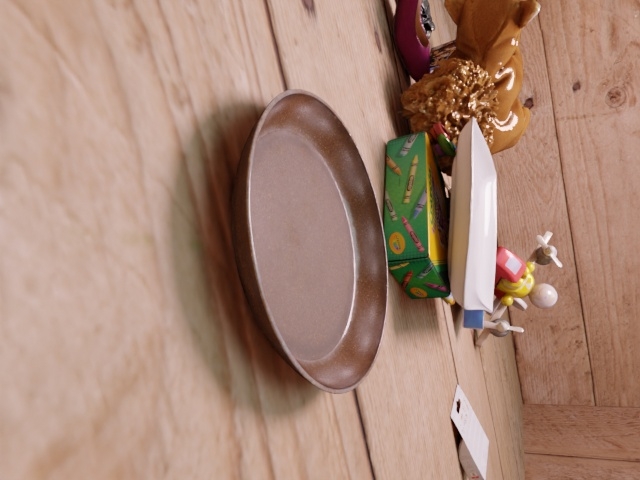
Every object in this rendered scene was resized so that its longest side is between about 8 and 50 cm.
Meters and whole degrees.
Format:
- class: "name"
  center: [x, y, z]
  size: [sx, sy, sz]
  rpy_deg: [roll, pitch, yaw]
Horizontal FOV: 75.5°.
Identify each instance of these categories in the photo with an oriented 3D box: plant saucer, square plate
- class: "plant saucer"
  center: [0.000, 0.000, 0.446]
  size: [0.311, 0.050, 0.309]
  rpy_deg: [30, 56, -58]
- class: "square plate"
  center: [0.322, -0.025, 0.860]
  size: [0.347, 0.050, 0.343]
  rpy_deg: [20, 73, -59]

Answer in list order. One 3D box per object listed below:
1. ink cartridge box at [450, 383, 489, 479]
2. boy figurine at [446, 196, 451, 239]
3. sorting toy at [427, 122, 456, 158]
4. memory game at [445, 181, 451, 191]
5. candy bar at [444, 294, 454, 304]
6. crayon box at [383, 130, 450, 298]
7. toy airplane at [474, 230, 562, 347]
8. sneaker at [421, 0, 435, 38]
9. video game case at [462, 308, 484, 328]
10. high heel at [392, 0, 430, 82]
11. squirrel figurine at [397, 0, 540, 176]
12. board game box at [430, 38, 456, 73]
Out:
- class: "ink cartridge box"
  center: [0.362, 0.481, 1.040]
  size: [0.179, 0.045, 0.145]
  rpy_deg: [60, 29, 0]
- class: "boy figurine"
  center: [0.385, -0.092, 1.087]
  size: [0.285, 0.092, 0.177]
  rpy_deg: [-23, 135, -48]
- class: "sorting toy"
  center: [0.241, -0.193, 0.835]
  size: [0.061, 0.042, 0.101]
  rpy_deg: [38, 36, -27]
- class: "memory game"
  center: [0.444, -0.121, 1.305]
  size: [0.186, 0.012, 0.186]
  rpy_deg: [44, 17, -17]
- class: "candy bar"
  center: [0.328, 0.136, 1.087]
  size: [0.161, 0.018, 0.040]
  rpy_deg: [35, 51, -54]
- class: "crayon box"
  center: [0.187, -0.047, 0.795]
  size: [0.165, 0.081, 0.278]
  rpy_deg: [47, 42, -49]
- class: "toy airplane"
  center: [0.703, 0.175, 1.482]
  size: [0.385, 0.273, 0.385]
  rpy_deg: [-14, 118, -38]
- class: "sneaker"
  center: [0.259, -0.628, 1.120]
  size: [0.228, 0.087, 0.130]
  rpy_deg: [22, 56, -66]
- class: "video game case"
  center: [0.463, 0.098, 1.243]
  size: [0.244, 0.061, 0.268]
  rpy_deg: [-25, 115, -69]
- class: "high heel"
  center: [0.253, -0.558, 0.977]
  size: [0.377, 0.182, 0.127]
  rpy_deg: [57, 35, -40]
- class: "squirrel figurine"
  center: [0.357, -0.361, 0.953]
  size: [0.396, 0.281, 0.370]
  rpy_deg: [-55, 158, -29]
- class: "board game box"
  center: [0.468, -0.651, 1.456]
  size: [0.042, 0.165, 0.243]
  rpy_deg: [62, 31, -32]
